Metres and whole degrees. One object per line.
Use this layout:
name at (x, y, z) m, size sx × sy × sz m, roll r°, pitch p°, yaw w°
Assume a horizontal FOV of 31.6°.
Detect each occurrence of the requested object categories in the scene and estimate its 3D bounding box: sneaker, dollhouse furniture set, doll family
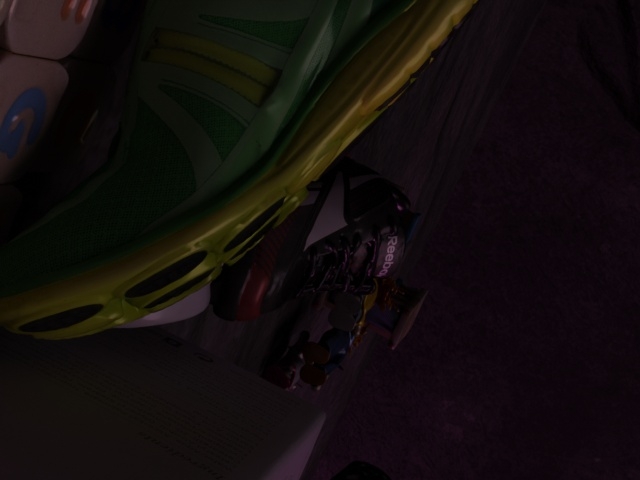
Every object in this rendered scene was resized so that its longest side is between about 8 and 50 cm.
sneaker at (-0.047, -0.069, 0.532) m, size 0.295 × 0.123 × 0.109 m, roll -45°, pitch 176°, yaw -19°
sneaker at (0.000, 0.000, 0.968) m, size 0.276 × 0.135 × 0.098 m, roll -47°, pitch 162°, yaw -59°
dollhouse furniture set at (0.093, 0.030, 1.565) m, size 0.184 × 0.129 × 0.129 m, roll -66°, pitch 171°, yaw 15°
doll family at (0.024, 0.106, 1.419) m, size 0.263 × 0.118 × 0.163 m, roll -68°, pitch 170°, yaw 19°

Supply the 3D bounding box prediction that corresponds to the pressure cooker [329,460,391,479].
pressure cooker at (-0.039, 0.424, 1.166) m, size 0.375 × 0.369 × 0.420 m, roll 41°, pitch 67°, yaw -34°

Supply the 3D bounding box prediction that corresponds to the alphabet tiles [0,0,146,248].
alphabet tiles at (-0.116, -0.098, 0.417) m, size 0.284 × 0.021 × 0.278 m, roll -67°, pitch 171°, yaw 9°

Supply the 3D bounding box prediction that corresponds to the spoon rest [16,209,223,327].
spoon rest at (-0.077, -0.009, 0.671) m, size 0.137 × 0.084 × 0.276 m, roll -68°, pitch 169°, yaw 22°

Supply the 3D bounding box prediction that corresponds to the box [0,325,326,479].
box at (-0.145, 0.171, 0.503) m, size 0.215 × 0.168 × 0.345 m, roll -66°, pitch 171°, yaw 9°
